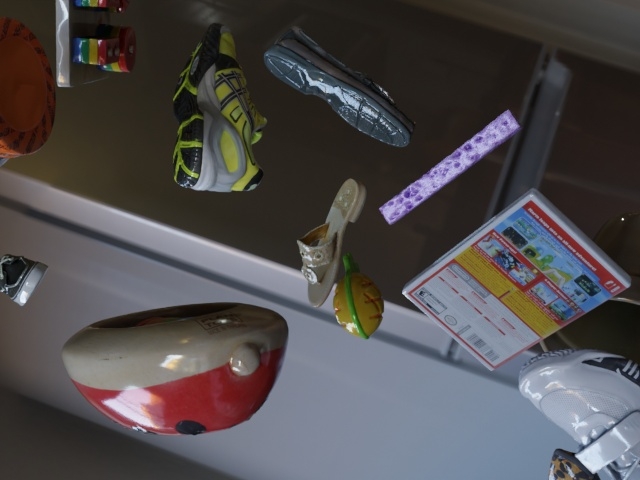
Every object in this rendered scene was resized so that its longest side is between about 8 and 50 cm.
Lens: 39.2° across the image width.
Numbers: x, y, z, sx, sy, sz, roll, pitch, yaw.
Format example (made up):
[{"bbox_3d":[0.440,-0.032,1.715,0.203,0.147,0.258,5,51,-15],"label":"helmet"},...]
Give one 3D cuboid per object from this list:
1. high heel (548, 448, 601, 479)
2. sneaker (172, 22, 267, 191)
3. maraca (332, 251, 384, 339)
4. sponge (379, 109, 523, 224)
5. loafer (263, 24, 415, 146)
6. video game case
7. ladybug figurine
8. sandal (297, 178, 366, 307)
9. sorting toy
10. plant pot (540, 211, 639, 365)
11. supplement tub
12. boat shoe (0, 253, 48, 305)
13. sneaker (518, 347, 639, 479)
[{"bbox_3d":[0.396,0.436,1.593,0.261,0.186,0.093,-22,22,52],"label":"high heel"},{"bbox_3d":[-0.183,-0.237,1.657,0.145,0.147,0.384,-45,38,47],"label":"sneaker"},{"bbox_3d":[0.074,0.111,1.796,0.127,0.099,0.185,60,-161,-52],"label":"maraca"},{"bbox_3d":[0.173,-0.097,1.191,0.210,0.031,0.117,-37,-2,16],"label":"sponge"},{"bbox_3d":[0.042,-0.250,1.419,0.084,0.268,0.096,-58,-1,-20],"label":"loafer"},{"bbox_3d":[0.289,0.068,1.365,0.285,0.204,0.025,-41,11,38],"label":"video game case"},{"bbox_3d":[-0.209,0.187,1.325,0.449,0.305,0.161,-7,93,60],"label":"ladybug figurine"},{"bbox_3d":[-0.003,-0.002,1.575,0.088,0.079,0.240,40,111,56],"label":"sandal"},{"bbox_3d":[-0.407,-0.423,1.676,0.255,0.090,0.257,-78,-9,-75],"label":"sorting toy"},{"bbox_3d":[0.624,0.108,1.792,0.323,0.323,0.280,99,-165,-54],"label":"plant pot"},{"bbox_3d":[-0.515,-0.171,1.098,0.207,0.338,0.207,-3,-90,-75],"label":"supplement tub"},{"bbox_3d":[-0.521,0.062,1.529,0.219,0.070,0.077,-9,49,62],"label":"boat shoe"},{"bbox_3d":[0.408,0.290,1.131,0.137,0.366,0.210,-59,2,42],"label":"sneaker"}]
